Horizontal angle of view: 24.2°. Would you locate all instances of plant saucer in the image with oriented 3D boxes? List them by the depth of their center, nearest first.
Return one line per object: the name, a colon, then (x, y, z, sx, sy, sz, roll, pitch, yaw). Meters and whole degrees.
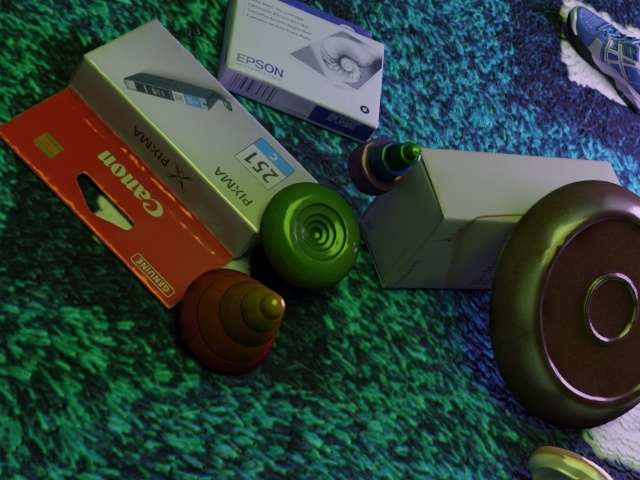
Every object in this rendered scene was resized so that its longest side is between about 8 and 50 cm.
plant saucer: (0.342, 0.082, 1.827, 0.311, 0.050, 0.310, -4, 97, -31)

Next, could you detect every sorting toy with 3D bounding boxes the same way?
sorting toy: (0.000, 0.000, 1.672, 0.127, 0.126, 0.365, 50, 61, -11)

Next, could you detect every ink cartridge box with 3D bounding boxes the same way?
ink cartridge box: (-0.185, -0.097, 1.746, 0.296, 0.066, 0.261, 45, 44, 6)
ink cartridge box: (-0.021, -0.256, 1.988, 0.223, 0.045, 0.224, 20, 47, -18)

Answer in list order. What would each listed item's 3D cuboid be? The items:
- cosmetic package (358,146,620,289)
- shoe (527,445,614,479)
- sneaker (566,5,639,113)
cosmetic package: (0.225, -0.023, 1.883, 0.309, 0.160, 0.113, 0, 56, -31)
shoe: (0.325, 0.324, 1.731, 0.219, 0.076, 0.058, 41, 40, 0)
sneaker: (0.469, -0.291, 2.305, 0.211, 0.081, 0.080, 46, 47, 9)
